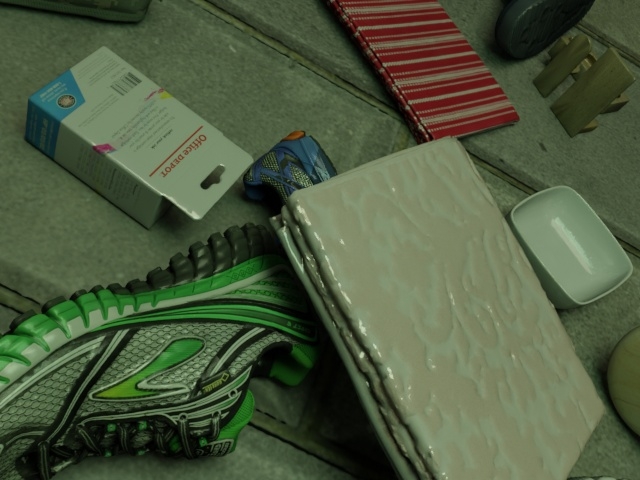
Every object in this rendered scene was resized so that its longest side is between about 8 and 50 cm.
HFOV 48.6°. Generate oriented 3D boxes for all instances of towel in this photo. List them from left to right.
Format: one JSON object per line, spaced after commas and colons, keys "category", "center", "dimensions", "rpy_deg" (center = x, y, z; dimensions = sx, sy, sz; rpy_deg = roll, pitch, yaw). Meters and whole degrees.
{"category": "towel", "center": [0.133, -0.250, 0.949], "dimensions": [0.199, 0.031, 0.275], "rpy_deg": [-20, 72, -38]}
{"category": "towel", "center": [0.125, 0.076, 0.638], "dimensions": [0.317, 0.053, 0.332], "rpy_deg": [-24, 86, -51]}

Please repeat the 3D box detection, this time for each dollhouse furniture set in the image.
{"category": "dollhouse furniture set", "center": [0.413, -0.254, 1.035], "dimensions": [0.151, 0.123, 0.144], "rpy_deg": [-15, 67, -34]}

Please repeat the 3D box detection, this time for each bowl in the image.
{"category": "bowl", "center": [0.284, 0.012, 0.839], "dimensions": [0.142, 0.053, 0.142], "rpy_deg": [-22, 71, -35]}

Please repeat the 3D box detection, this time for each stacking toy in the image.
{"category": "stacking toy", "center": [0.474, 0.128, 0.826], "dimensions": [0.330, 0.141, 0.141], "rpy_deg": [-12, 65, -41]}

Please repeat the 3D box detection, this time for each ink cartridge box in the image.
{"category": "ink cartridge box", "center": [-0.167, -0.086, 0.662], "dimensions": [0.181, 0.061, 0.104], "rpy_deg": [37, 50, -1]}

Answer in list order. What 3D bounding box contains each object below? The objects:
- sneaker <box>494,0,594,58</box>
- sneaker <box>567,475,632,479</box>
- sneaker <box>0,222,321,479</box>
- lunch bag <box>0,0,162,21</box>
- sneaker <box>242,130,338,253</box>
{"category": "sneaker", "center": [0.327, -0.377, 1.101], "dimensions": [0.131, 0.112, 0.319], "rpy_deg": [36, 45, 20]}
{"category": "sneaker", "center": [0.342, 0.301, 0.667], "dimensions": [0.281, 0.105, 0.115], "rpy_deg": [14, 68, -11]}
{"category": "sneaker", "center": [-0.128, 0.106, 0.510], "dimensions": [0.343, 0.134, 0.146], "rpy_deg": [-27, 75, -38]}
{"category": "lunch bag", "center": [-0.270, -0.354, 0.671], "dimensions": [0.287, 0.235, 0.169], "rpy_deg": [13, 52, -20]}
{"category": "sneaker", "center": [0.000, 0.000, 0.694], "dimensions": [0.087, 0.083, 0.221], "rpy_deg": [-29, 72, -21]}
